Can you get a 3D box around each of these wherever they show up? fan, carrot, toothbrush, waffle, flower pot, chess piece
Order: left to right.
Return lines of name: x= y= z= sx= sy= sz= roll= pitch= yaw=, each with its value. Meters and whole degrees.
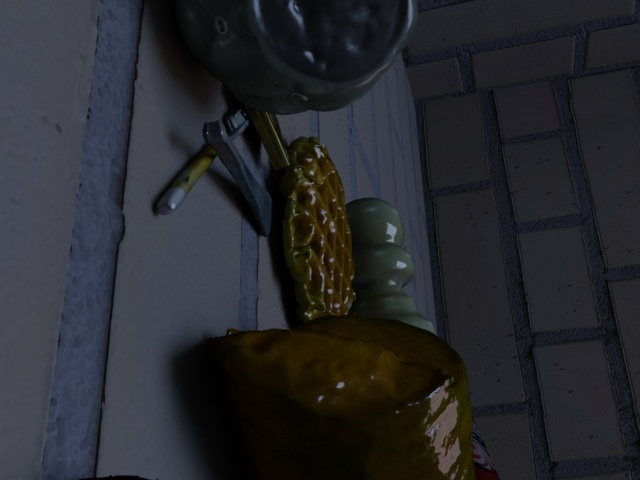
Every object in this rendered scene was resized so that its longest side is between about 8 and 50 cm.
toothbrush: x=-0.114 y=-0.089 z=0.790 sx=0.288 sy=0.021 sz=0.024 roll=-71 pitch=140 yaw=-65
fan: x=-0.084 y=-0.070 z=0.848 sx=0.282 sy=0.023 sz=0.057 roll=70 pitch=22 yaw=-71
flower pot: x=-0.026 y=-0.249 z=0.793 sx=0.195 sy=0.246 sz=0.246 roll=37 pitch=-36 yaw=60
waffle: x=0.000 y=0.000 z=1.139 sx=0.325 sy=0.068 sz=0.302 roll=-54 pitch=134 yaw=-71
carrot: x=0.032 y=0.188 z=0.781 sx=0.241 sy=0.242 sz=0.340 roll=-74 pitch=155 yaw=-62
chess piece: x=0.095 y=0.082 z=1.319 sx=0.182 sy=0.182 sz=0.330 roll=54 pitch=24 yaw=-65

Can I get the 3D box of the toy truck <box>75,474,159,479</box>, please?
toy truck: x=-0.058 y=0.231 z=0.481 sx=0.213 sy=0.177 sz=0.161 roll=59 pitch=27 yaw=-62

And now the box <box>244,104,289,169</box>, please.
box: x=-0.074 y=-0.163 z=0.967 sx=0.133 sy=0.023 sz=0.090 roll=66 pitch=8 yaw=-52

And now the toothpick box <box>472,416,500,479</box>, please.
toothpick box: x=0.128 y=0.308 z=1.047 sx=0.333 sy=0.204 sz=0.204 roll=-103 pitch=179 yaw=-65
